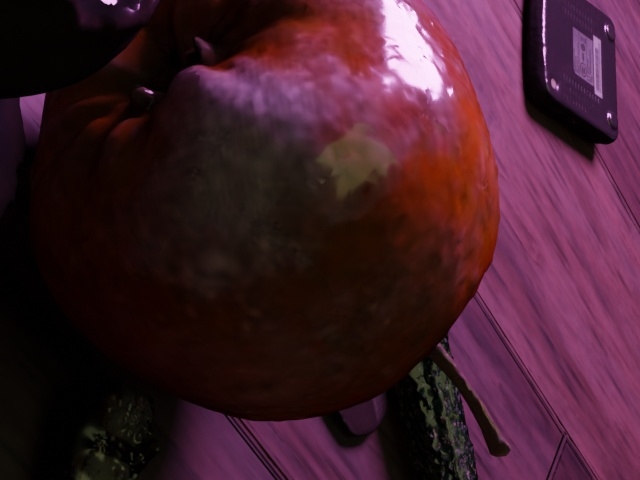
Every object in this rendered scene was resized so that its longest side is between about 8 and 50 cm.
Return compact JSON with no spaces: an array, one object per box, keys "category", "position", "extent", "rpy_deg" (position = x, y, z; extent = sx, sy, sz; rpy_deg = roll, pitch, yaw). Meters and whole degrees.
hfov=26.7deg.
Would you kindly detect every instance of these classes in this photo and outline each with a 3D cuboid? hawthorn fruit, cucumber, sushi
[{"category":"hawthorn fruit","position":[-0.029,-0.022,0.686],"extent":[0.263,0.231,0.235],"rpy_deg":[88,-9,-62]},{"category":"cucumber","position":[0.083,0.156,0.900],"extent":[0.044,0.043,0.256],"rpy_deg":[-15,93,-51]},{"category":"sushi","position":[-0.112,0.107,0.674],"extent":[0.046,0.044,0.083],"rpy_deg":[36,52,-41]}]

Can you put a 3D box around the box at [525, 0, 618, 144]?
[{"category":"box","position":[0.218,-0.157,1.160],"extent":[0.125,0.027,0.126],"rpy_deg":[24,62,-45]}]

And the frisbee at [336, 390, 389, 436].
[{"category":"frisbee","position":[-0.014,0.017,0.845],"extent":[0.211,0.012,0.187],"rpy_deg":[37,53,-39]}]

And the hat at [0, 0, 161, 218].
[{"category":"hat","position":[-0.209,-0.151,0.564],"extent":[0.336,0.209,0.238],"rpy_deg":[49,13,27]}]
